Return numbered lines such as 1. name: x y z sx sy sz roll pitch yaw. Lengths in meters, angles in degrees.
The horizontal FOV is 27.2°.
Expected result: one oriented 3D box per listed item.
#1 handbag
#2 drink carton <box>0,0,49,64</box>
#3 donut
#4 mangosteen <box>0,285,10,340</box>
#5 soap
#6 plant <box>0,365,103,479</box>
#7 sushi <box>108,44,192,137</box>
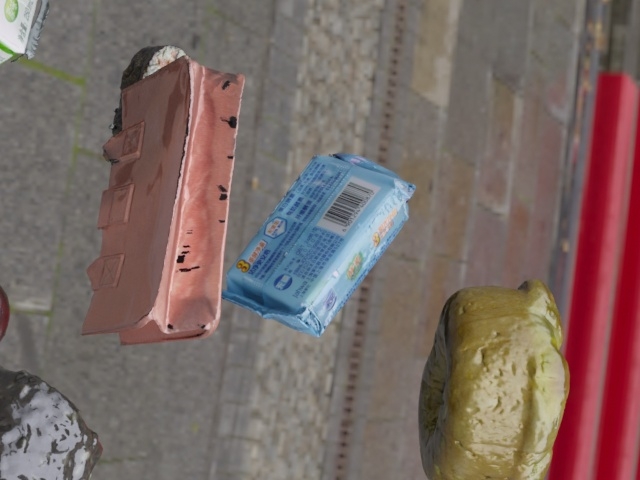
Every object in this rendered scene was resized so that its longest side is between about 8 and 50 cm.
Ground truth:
1. handbag: -0.126 -0.028 1.040 0.059 0.157 0.212 14 75 -30
2. drink carton: -0.410 -0.298 1.356 0.271 0.108 0.161 43 37 -40
3. donut: 0.183 0.169 1.425 0.208 0.128 0.261 -89 -174 -47
4. mangosteen: -0.521 0.108 1.882 0.152 0.153 0.152 6 90 -67
5. soap: 0.000 0.000 1.795 0.293 0.156 0.077 -53 145 -20
6. plant: -0.356 0.254 1.412 0.234 0.178 0.204 -53 135 -31
7. sushi: -0.220 -0.187 1.768 0.091 0.078 0.150 18 91 -33
